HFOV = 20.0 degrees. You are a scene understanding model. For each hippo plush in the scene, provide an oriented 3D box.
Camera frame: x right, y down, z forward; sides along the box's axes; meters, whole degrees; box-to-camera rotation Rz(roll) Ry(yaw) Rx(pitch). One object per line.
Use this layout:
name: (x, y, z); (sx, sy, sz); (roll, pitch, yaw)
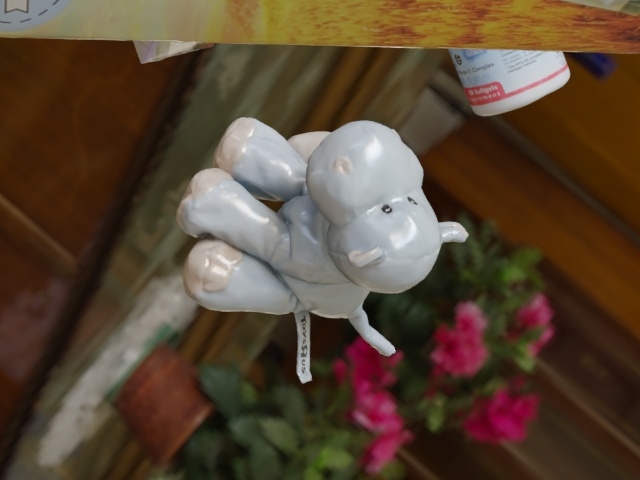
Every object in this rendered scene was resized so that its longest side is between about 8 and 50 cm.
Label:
hippo plush: (0.000, 0.000, 1.861); (0.234, 0.294, 0.236); (-16, -179, -30)

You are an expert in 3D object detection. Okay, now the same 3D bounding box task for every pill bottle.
pill bottle: (0.139, -0.190, 1.492); (0.087, 0.160, 0.087); (-22, -169, 4)

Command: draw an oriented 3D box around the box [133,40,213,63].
box: (-0.075, -0.223, 1.256); (0.063, 0.067, 0.324); (-17, 167, -23)

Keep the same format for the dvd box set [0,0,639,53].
dvd box set: (-0.023, -0.182, 0.587); (0.420, 0.062, 0.307); (0, 145, -15)
